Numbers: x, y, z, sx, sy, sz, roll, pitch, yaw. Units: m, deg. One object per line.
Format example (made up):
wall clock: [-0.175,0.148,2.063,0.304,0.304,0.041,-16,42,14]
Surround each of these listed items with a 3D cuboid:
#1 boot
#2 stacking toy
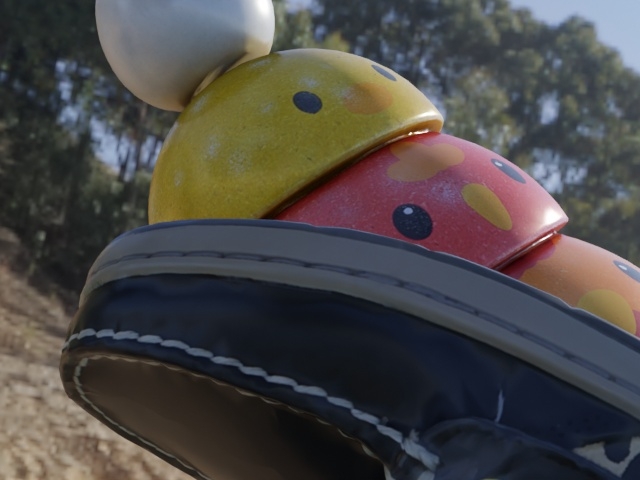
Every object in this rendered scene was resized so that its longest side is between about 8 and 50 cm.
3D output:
boot: [0.039,0.172,0.321,0.377,0.284,0.138,25,-28,11]
stacking toy: [0.000,0.000,0.765,0.480,0.350,0.350,54,-4,6]
